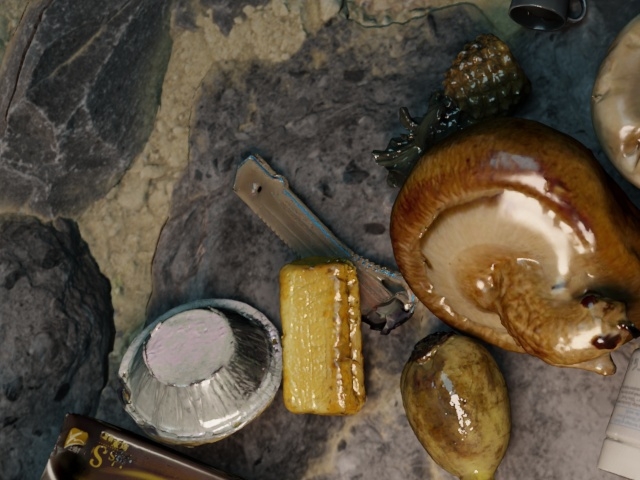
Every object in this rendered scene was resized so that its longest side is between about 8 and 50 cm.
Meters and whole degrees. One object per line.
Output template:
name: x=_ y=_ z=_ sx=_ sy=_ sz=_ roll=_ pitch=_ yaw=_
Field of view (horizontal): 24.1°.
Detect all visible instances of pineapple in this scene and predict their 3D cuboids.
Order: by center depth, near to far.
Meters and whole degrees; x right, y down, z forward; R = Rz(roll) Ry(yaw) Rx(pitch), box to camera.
pineapple: x=0.168 y=-0.161 z=1.976 sx=0.237 sy=0.119 sz=0.111 roll=-42 pitch=40 yaw=7

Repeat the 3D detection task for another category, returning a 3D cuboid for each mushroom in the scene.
mushroom: x=0.450 y=-0.181 z=1.747 sx=0.292 sy=0.290 sz=0.293 roll=-5 pitch=74 yaw=19
mushroom: x=0.238 y=0.016 z=1.786 sx=0.345 sy=0.345 sz=0.260 roll=3 pitch=40 yaw=26

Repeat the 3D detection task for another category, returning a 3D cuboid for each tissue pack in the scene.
tissue pack: x=-0.178 y=0.384 z=1.934 sx=0.370 sy=0.198 sz=0.210 roll=16 pitch=78 yaw=28

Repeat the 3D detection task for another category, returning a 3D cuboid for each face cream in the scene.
face cream: x=0.421 y=0.217 z=1.710 sx=0.177 sy=0.177 sz=0.153 roll=17 pitch=83 yaw=28

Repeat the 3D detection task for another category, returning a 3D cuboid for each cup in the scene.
cup: x=0.306 y=-0.325 z=1.986 sx=0.100 sy=0.078 sz=0.077 roll=17 pitch=77 yaw=-6

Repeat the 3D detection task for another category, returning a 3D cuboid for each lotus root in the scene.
lotus root: x=0.172 y=0.216 z=1.861 sx=0.138 sy=0.138 sz=0.214 roll=-16 pitch=84 yaw=21

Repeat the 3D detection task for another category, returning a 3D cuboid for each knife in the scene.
knife: x=0.003 y=0.002 z=2.049 sx=0.089 sy=0.043 sz=0.365 roll=-50 pitch=60 yaw=5

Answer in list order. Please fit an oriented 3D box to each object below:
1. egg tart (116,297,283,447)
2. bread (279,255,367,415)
egg tart: x=-0.164 y=0.164 z=2.015 sx=0.234 sy=0.094 sz=0.234 roll=-7 pitch=50 yaw=8
bread: x=0.003 y=0.126 z=1.964 sx=0.114 sy=0.083 sz=0.211 roll=-1 pitch=91 yaw=34
